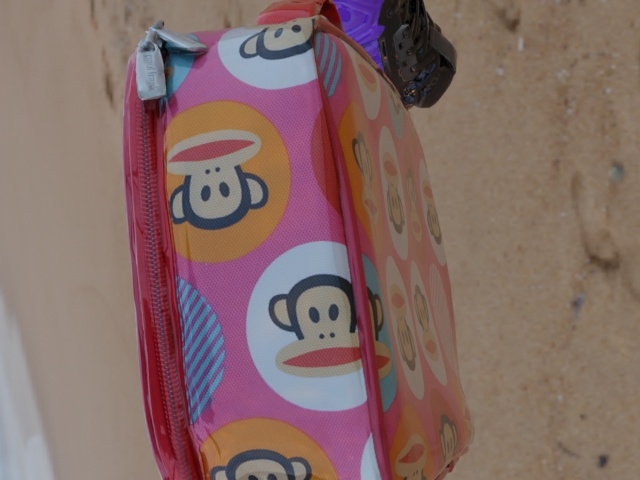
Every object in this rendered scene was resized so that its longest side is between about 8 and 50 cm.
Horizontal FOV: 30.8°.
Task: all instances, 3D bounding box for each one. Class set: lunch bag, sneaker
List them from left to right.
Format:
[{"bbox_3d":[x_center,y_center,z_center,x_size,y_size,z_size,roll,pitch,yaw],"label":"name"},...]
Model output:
[{"bbox_3d":[0.000,0.000,0.589,0.293,0.120,0.258,18,-116,-76],"label":"lunch bag"},{"bbox_3d":[0.048,-0.177,0.933,0.293,0.146,0.102,112,176,-61],"label":"sneaker"}]
